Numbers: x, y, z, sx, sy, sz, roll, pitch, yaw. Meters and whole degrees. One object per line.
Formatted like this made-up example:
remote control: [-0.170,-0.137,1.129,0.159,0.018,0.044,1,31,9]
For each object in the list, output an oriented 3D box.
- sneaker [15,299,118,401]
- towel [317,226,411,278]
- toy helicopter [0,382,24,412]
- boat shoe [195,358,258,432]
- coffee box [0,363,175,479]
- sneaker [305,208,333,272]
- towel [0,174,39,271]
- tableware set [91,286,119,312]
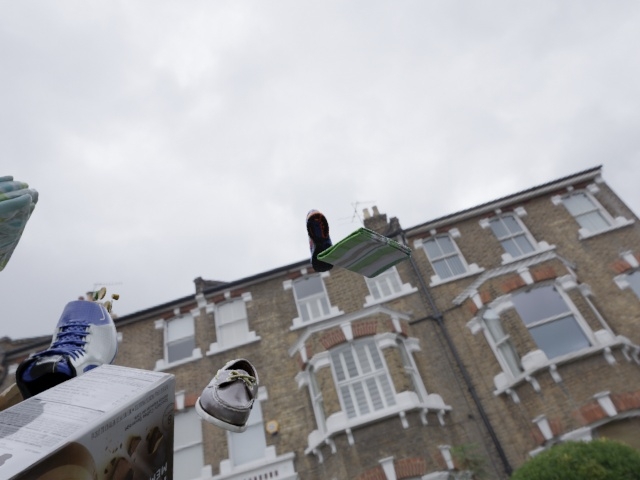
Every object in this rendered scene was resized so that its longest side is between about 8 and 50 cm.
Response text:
sneaker: [-0.507,0.245,0.930,0.127,0.316,0.182,-1,-38,-10]
towel: [0.084,0.029,0.845,0.152,0.023,0.113,20,-44,-42]
toy helicopter: [-0.700,0.433,0.967,0.355,0.140,0.235,-50,-25,-12]
boat shoe: [-0.188,0.326,0.995,0.116,0.097,0.324,28,-9,-2]
coffee box: [-0.284,0.263,0.481,0.118,0.168,0.297,4,5,14]
sneaker: [0.000,0.000,1.392,0.083,0.087,0.221,-8,-60,-5]
towel: [-0.730,0.037,0.825,0.320,0.090,0.374,-40,-1,32]
tableware set: [-0.753,0.211,1.598,0.154,0.104,0.024,-12,-25,35]
